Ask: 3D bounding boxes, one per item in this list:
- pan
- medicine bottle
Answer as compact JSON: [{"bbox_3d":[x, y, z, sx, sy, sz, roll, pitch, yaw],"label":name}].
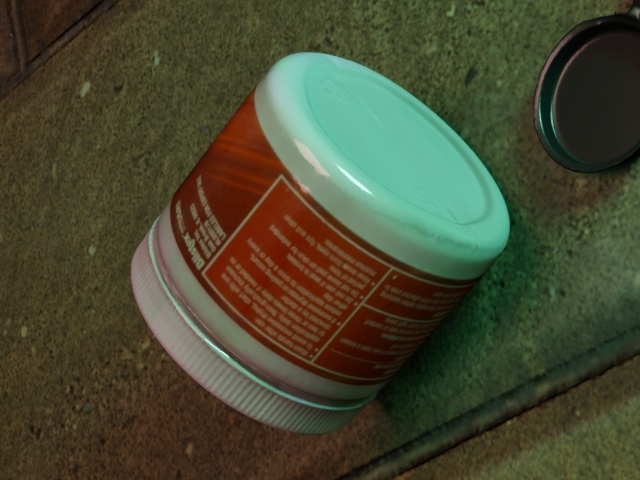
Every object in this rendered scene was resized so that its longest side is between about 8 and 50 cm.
[{"bbox_3d":[0.256,-0.166,1.465,0.136,0.028,0.235,37,110,43],"label":"pan"},{"bbox_3d":[0.000,0.000,1.527,0.241,0.252,0.252,-51,49,24],"label":"medicine bottle"}]
